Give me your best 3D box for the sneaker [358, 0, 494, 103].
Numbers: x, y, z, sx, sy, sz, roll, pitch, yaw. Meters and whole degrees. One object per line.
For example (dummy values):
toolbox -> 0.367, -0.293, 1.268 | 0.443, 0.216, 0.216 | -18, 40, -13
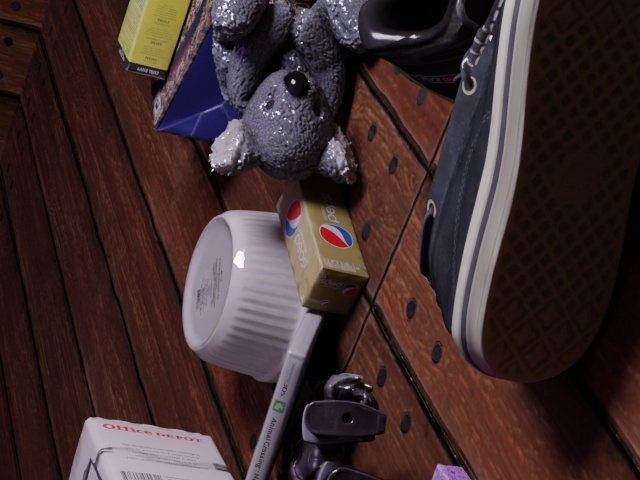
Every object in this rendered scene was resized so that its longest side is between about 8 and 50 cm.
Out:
sneaker -> 0.180, -0.308, 1.390 | 0.185, 0.202, 0.483 | -105, 35, -47

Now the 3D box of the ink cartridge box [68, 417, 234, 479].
ink cartridge box -> -0.196, 0.318, 2.006 | 0.237, 0.172, 0.100 | -132, 57, -63

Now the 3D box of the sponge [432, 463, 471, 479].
sponge -> 0.130, 0.299, 1.425 | 0.210, 0.031, 0.117 | -123, 49, -60

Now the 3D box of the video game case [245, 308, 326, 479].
video game case -> -0.039, 0.177, 1.789 | 0.212, 0.023, 0.193 | -62, -9, -75

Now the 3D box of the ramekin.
ramekin -> -0.085, 0.061, 1.957 | 0.207, 0.109, 0.207 | -168, 90, -67

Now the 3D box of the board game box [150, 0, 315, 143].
board game box -> -0.125, -0.309, 2.195 | 0.232, 0.141, 0.291 | 123, 149, -41

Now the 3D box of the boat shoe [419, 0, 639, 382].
boat shoe -> 0.190, -0.136, 1.313 | 0.156, 0.186, 0.500 | 44, 125, 57

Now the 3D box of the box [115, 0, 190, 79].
box -> -0.199, -0.331, 2.119 | 0.087, 0.058, 0.232 | -123, 48, -59

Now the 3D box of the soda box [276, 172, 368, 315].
soda box -> 0.000, 0.000, 1.851 | 0.181, 0.058, 0.061 | -105, 35, -49

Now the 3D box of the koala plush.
koala plush -> -0.037, -0.155, 1.875 | 0.203, 0.196, 0.221 | 111, 158, -51

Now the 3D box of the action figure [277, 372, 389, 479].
action figure -> 0.011, 0.224, 1.667 | 0.285, 0.099, 0.185 | 141, 131, -78
